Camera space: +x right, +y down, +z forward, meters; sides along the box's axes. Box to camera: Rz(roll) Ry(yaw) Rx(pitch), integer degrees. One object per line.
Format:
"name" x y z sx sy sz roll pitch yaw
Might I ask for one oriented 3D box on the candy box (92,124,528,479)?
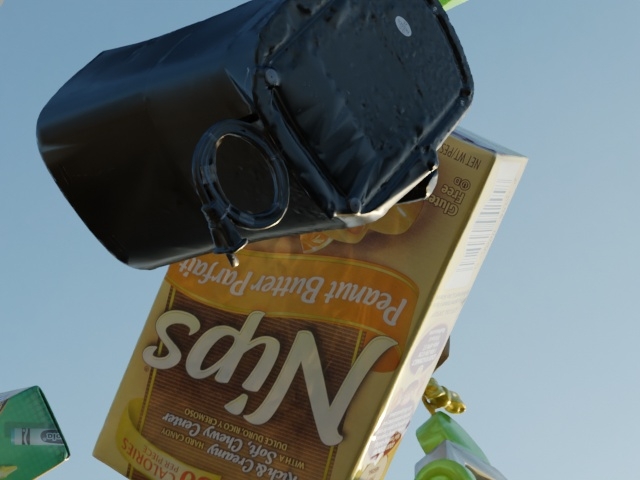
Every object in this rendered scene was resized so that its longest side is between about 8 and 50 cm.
"candy box" -0.011 0.048 0.976 0.183 0.087 0.316 27 -79 21

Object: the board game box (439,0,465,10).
"board game box" 0.120 -0.285 1.482 0.259 0.039 0.124 -24 -30 -7

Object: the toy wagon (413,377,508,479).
"toy wagon" 0.167 0.266 1.236 0.068 0.344 0.267 -42 -39 10

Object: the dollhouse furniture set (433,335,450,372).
"dollhouse furniture set" 0.000 0.000 1.374 0.262 0.259 0.135 11 -29 -14

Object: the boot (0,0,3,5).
"boot" -0.396 -0.235 1.270 0.246 0.161 0.083 23 -4 -37

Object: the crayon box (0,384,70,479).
"crayon box" -0.390 0.232 1.308 0.165 0.278 0.081 -16 -81 48

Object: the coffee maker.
"coffee maker" -0.049 -0.052 0.656 0.178 0.171 0.120 -13 -85 47
